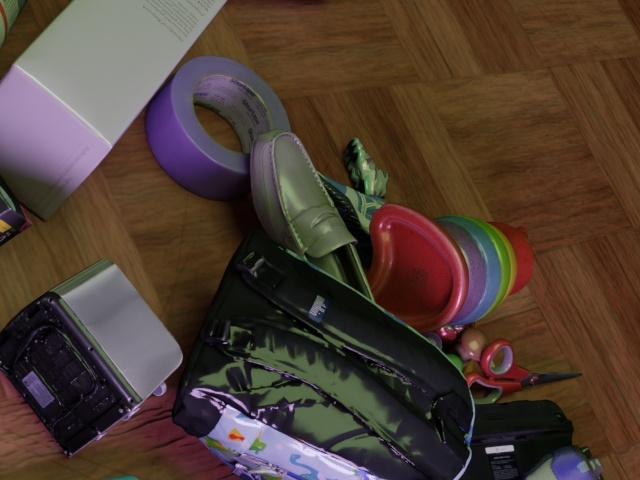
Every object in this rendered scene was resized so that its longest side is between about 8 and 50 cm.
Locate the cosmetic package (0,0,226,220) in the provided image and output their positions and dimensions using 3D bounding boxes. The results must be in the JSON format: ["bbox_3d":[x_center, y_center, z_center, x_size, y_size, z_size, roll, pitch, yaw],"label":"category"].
[{"bbox_3d":[-0.280,-0.223,1.716,0.155,0.197,0.365,39,47,-12],"label":"cosmetic package"}]

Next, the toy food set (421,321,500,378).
[{"bbox_3d":[0.179,0.140,1.925,0.218,0.071,0.128,-1,64,-39],"label":"toy food set"}]

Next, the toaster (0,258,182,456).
[{"bbox_3d":[-0.269,0.127,1.516,0.185,0.168,0.110,52,42,0],"label":"toaster"}]

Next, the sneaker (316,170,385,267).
[{"bbox_3d":[0.043,-0.036,1.939,0.211,0.080,0.081,40,38,-24],"label":"sneaker"}]

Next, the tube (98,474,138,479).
[{"bbox_3d":[-0.292,0.299,1.470,0.207,0.052,0.080,-7,67,-37],"label":"tube"}]

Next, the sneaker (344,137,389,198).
[{"bbox_3d":[0.076,-0.105,2.033,0.069,0.038,0.098,2,71,-39],"label":"sneaker"}]

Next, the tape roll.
[{"bbox_3d":[-0.140,-0.154,1.863,0.189,0.080,0.189,20,53,-28],"label":"tape roll"}]

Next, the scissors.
[{"bbox_3d":[0.295,0.211,1.998,0.021,0.109,0.297,33,6,37],"label":"scissors"}]

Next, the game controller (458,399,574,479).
[{"bbox_3d":[0.242,0.308,1.884,0.319,0.067,0.166,2,76,-37],"label":"game controller"}]

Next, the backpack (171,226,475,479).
[{"bbox_3d":[0.016,0.196,1.657,0.356,0.273,0.290,19,46,0],"label":"backpack"}]

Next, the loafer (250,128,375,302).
[{"bbox_3d":[0.000,0.000,1.794,0.112,0.111,0.319,-27,98,-43],"label":"loafer"}]

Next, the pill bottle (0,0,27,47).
[{"bbox_3d":[-0.430,-0.364,1.714,0.161,0.161,0.283,32,47,-18],"label":"pill bottle"}]

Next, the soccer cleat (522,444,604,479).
[{"bbox_3d":[0.367,0.419,1.873,0.093,0.121,0.289,-119,-175,-78],"label":"soccer cleat"}]

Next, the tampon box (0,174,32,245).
[{"bbox_3d":[-0.419,-0.063,1.530,0.101,0.120,0.161,-35,85,-4],"label":"tampon box"}]

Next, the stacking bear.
[{"bbox_3d":[0.202,0.036,1.909,0.164,0.175,0.289,21,17,32],"label":"stacking bear"}]
